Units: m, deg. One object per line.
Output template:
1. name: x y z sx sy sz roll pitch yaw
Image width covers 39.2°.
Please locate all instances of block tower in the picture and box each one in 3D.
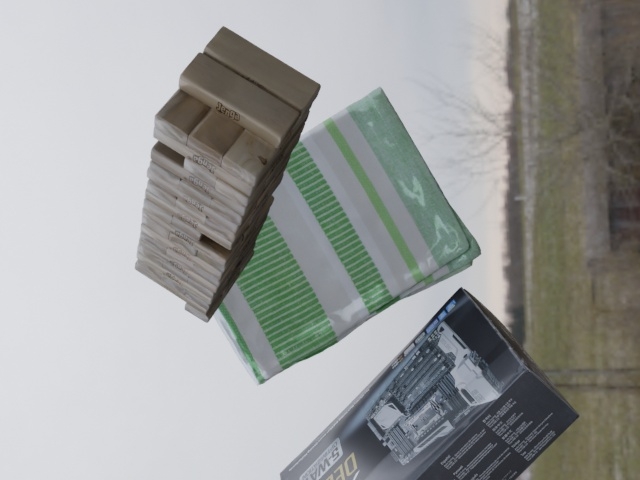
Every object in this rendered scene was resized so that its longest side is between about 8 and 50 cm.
1. block tower: -0.096 -0.038 0.795 0.091 0.097 0.335 -56 -4 -28

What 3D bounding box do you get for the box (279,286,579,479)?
1. box: 0.091 0.213 0.912 0.076 0.307 0.242 41 -172 -13

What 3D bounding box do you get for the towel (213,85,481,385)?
1. towel: 0.000 0.000 1.109 0.248 0.325 0.038 58 -178 0
